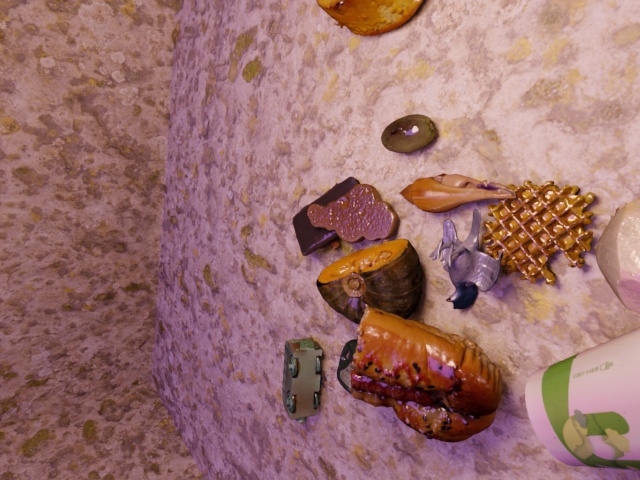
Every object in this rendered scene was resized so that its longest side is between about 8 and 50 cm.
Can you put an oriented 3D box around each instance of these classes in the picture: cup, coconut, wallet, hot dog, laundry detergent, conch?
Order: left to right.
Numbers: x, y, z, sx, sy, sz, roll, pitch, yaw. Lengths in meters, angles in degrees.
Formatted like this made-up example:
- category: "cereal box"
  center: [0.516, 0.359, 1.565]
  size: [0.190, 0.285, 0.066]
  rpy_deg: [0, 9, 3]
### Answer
- category: "wallet"
  center: [0.031, -0.079, 1.362]
  size: [0.310, 0.042, 0.165]
  rpy_deg: [-32, 66, 32]
- category: "laundry detergent"
  center: [0.123, 0.396, 1.338]
  size: [0.144, 0.078, 0.221]
  rpy_deg: [31, 119, 46]
- category: "hot dog"
  center: [0.256, 0.358, 1.015]
  size: [0.366, 0.196, 0.367]
  rpy_deg: [14, 138, 18]
- category: "conch"
  center: [0.331, -0.111, 1.013]
  size: [0.330, 0.109, 0.093]
  rpy_deg: [16, 127, 46]
- category: "cup"
  center: [0.550, 0.295, 0.729]
  size: [0.274, 0.253, 0.253]
  rpy_deg: [-46, 61, 51]
- category: "coconut"
  center: [0.572, 0.024, 0.643]
  size: [0.231, 0.227, 0.226]
  rpy_deg: [-1, 95, 46]

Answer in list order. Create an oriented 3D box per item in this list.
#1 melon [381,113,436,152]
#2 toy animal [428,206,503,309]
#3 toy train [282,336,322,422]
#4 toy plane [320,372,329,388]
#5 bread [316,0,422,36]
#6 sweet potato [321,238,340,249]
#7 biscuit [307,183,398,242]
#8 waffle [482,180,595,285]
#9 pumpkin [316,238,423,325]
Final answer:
- category: "melon"
  center: [0.237, -0.289, 1.097]
  size: [0.162, 0.099, 0.099]
  rpy_deg: [-2, 94, 48]
- category: "toy animal"
  center: [0.357, 0.048, 0.997]
  size: [0.255, 0.176, 0.239]
  rpy_deg: [-63, 29, 13]
- category: "toy train"
  center: [-0.075, 0.527, 1.528]
  size: [0.159, 0.129, 0.326]
  rpy_deg: [-145, 56, -66]
- category: "toy plane"
  center: [0.007, 0.535, 1.531]
  size: [0.084, 0.024, 0.077]
  rpy_deg: [-63, 33, 33]
- category: "bread"
  center: [0.139, -0.745, 1.069]
  size: [0.358, 0.204, 0.336]
  rpy_deg: [-1, 99, 47]
- category: "sweet potato"
  center: [0.002, 0.000, 1.439]
  size: [0.202, 0.055, 0.058]
  rpy_deg: [20, 114, 46]
- category: "biscuit"
  center: [0.094, -0.082, 1.263]
  size: [0.320, 0.047, 0.183]
  rpy_deg: [-5, 82, 34]
- category: "waffle"
  center: [0.476, -0.020, 0.895]
  size: [0.232, 0.051, 0.228]
  rpy_deg: [16, 107, 48]
- category: "pumpkin"
  center: [0.168, 0.136, 1.184]
  size: [0.325, 0.242, 0.232]
  rpy_deg: [-16, 112, 44]
